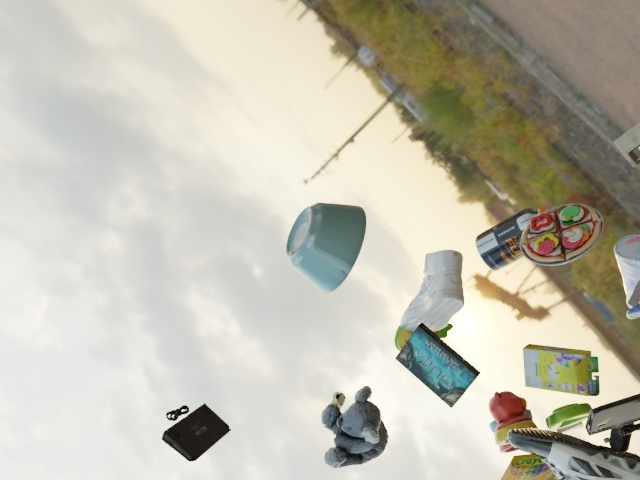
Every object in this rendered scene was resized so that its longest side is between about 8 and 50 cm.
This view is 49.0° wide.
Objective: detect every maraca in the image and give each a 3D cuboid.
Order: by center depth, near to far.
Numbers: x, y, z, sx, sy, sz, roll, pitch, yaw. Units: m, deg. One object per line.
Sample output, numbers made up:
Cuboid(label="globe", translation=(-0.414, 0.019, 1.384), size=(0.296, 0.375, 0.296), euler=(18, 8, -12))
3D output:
Cuboid(label="maraca", translation=(0.294, 0.258, 1.988), size=(0.099, 0.186, 0.127), euler=(-125, 20, -50))

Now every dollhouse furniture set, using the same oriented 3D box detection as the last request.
Cuboid(label="dollhouse furniture set", translation=(0.766, -0.280, 1.588), size=(0.129, 0.184, 0.129), euler=(-18, -109, -46))

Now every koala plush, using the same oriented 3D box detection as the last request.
Cuboid(label="koala plush", translation=(0.119, 0.540, 2.064), size=(0.203, 0.221, 0.196), euler=(2, -131, -10))

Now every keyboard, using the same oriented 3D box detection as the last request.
Cuboid(label="keyboard", translation=(-0.249, 0.364, 1.363), size=(0.108, 0.023, 0.180), euler=(40, -168, 9))
Cuboid(label="keyboard", translation=(0.770, 0.388, 1.632), size=(0.201, 0.317, 0.033), euler=(74, 179, -46))

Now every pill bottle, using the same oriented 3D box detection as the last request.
Cuboid(label="pill bottle", translation=(0.605, -0.015, 2.129), size=(0.130, 0.246, 0.130), euler=(35, -143, -32))

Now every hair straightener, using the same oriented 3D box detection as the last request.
Cuboid(label="hair straightener", translation=(0.756, 0.548, 1.832), size=(0.089, 0.230, 0.047), euler=(38, 155, -20))

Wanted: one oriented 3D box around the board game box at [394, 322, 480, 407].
Cuboid(label="board game box", translation=(0.286, 0.308, 1.726), size=(0.186, 0.126, 0.026), euler=(40, -147, 19))

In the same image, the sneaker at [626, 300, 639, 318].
Cuboid(label="sneaker", translation=(0.747, 0.110, 1.584), size=(0.084, 0.152, 0.058), euler=(60, -169, 7))

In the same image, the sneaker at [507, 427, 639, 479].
Cuboid(label="sneaker", translation=(0.547, 0.492, 1.468), size=(0.331, 0.146, 0.122), euler=(16, 179, 12))

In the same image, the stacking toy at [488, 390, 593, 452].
Cuboid(label="stacking toy", translation=(0.607, 0.488, 1.989), size=(0.309, 0.280, 0.130), euler=(62, -171, -62))

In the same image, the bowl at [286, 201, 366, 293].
Cuboid(label="bowl", translation=(0.000, 0.000, 2.265), size=(0.163, 0.311, 0.311), euler=(24, -159, -20))

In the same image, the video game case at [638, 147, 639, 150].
Cuboid(label="video game case", translation=(0.981, -0.263, 1.875), size=(0.204, 0.285, 0.025), euler=(51, 163, -17))

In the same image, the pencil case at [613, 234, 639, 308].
Cuboid(label="pencil case", translation=(1.016, 0.111, 2.234), size=(0.124, 0.114, 0.273), euler=(-84, -29, -54))

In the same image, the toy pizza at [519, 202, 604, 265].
Cuboid(label="toy pizza", translation=(0.571, -0.022, 1.675), size=(0.032, 0.201, 0.201), euler=(53, -171, -32))

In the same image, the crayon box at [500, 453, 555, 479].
Cuboid(label="crayon box", translation=(0.573, 0.677, 1.888), size=(0.083, 0.203, 0.323), euler=(52, -129, -5))

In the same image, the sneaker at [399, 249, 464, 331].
Cuboid(label="sneaker", translation=(0.295, 0.128, 1.823), size=(0.108, 0.292, 0.169), euler=(14, -118, -13))

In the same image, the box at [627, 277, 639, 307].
Cuboid(label="box", translation=(1.028, 0.164, 1.993), size=(0.203, 0.167, 0.168), euler=(52, 159, 34))

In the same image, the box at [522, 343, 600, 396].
Cuboid(label="box", translation=(0.580, 0.309, 1.681), size=(0.043, 0.179, 0.105), euler=(-17, -75, -48))

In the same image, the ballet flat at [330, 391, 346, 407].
Cuboid(label="ballet flat", translation=(0.076, 0.617, 2.708), size=(0.057, 0.052, 0.168), euler=(46, -168, -2))
